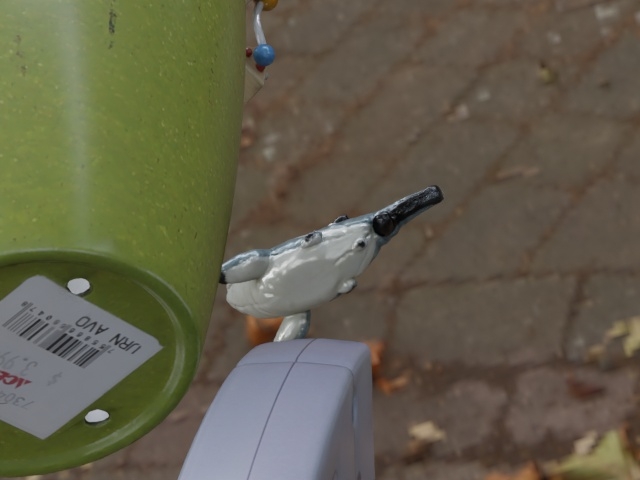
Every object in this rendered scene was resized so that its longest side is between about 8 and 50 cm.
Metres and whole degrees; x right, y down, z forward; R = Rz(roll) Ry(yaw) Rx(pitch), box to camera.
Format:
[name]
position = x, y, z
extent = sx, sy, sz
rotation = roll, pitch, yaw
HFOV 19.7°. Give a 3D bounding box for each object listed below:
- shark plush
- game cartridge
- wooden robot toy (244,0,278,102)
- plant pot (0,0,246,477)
[shark plush]
position = 0.000, 0.000, 1.158
extent = 0.161, 0.073, 0.067
rotation = -41, 13, 26
[game cartridge]
position = -0.019, 0.163, 0.678
extent = 0.062, 0.198, 0.297
rotation = -3, 22, 10
[wooden robot toy]
position = -0.053, -0.167, 1.026
extent = 0.079, 0.173, 0.076
rotation = -41, 27, -28
[plant pot]
position = -0.145, -0.052, 0.819
extent = 0.275, 0.274, 0.293
rotation = -19, 46, 2
